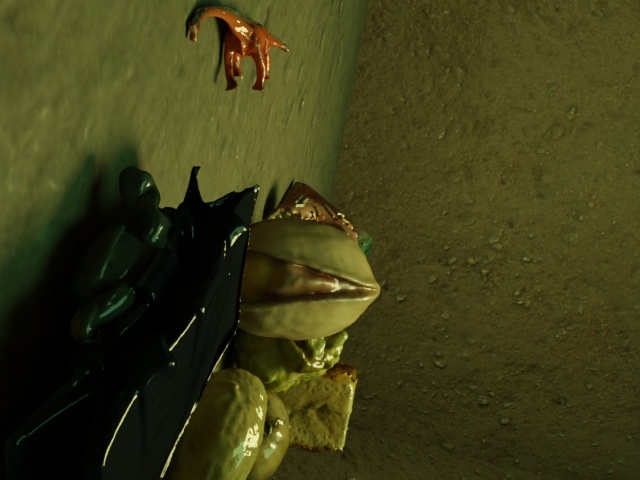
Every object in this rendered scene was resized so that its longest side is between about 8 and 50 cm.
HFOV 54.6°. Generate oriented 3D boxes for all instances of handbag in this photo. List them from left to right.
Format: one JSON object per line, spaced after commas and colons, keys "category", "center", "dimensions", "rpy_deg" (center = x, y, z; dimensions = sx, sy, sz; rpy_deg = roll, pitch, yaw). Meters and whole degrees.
{"category": "handbag", "center": [-0.153, 0.092, 0.534], "dimensions": [0.325, 0.119, 0.269], "rpy_deg": [-73, -179, -52]}

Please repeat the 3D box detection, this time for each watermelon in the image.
{"category": "watermelon", "center": [-0.021, -0.016, 1.506], "dimensions": [0.250, 0.283, 0.292], "rpy_deg": [160, -82, -78]}

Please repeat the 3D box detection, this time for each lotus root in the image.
{"category": "lotus root", "center": [-0.146, 0.388, 1.223], "dimensions": [0.310, 0.183, 0.182], "rpy_deg": [107, -2, -66]}

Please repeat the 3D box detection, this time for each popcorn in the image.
{"category": "popcorn", "center": [-0.067, 0.202, 1.296], "dimensions": [0.212, 0.259, 0.259], "rpy_deg": [60, -12, 19]}

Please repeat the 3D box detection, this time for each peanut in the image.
{"category": "peanut", "center": [-0.172, 0.341, 0.930], "dimensions": [0.147, 0.148, 0.318], "rpy_deg": [94, 14, -63]}

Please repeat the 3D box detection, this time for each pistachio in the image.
{"category": "pistachio", "center": [-0.033, 0.072, 1.112], "dimensions": [0.309, 0.230, 0.229], "rpy_deg": [10, 93, -45]}

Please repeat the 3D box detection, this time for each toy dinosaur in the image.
{"category": "toy dinosaur", "center": [-0.095, -0.234, 0.759], "dimensions": [0.279, 0.056, 0.101], "rpy_deg": [-64, 156, -67]}

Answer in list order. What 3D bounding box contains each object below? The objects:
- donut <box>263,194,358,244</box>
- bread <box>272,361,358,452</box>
{"category": "donut", "center": [0.000, 0.000, 1.332], "dimensions": [0.199, 0.232, 0.085], "rpy_deg": [-13, 152, -47]}
{"category": "bread", "center": [-0.057, 0.404, 1.606], "dimensions": [0.279, 0.279, 0.206], "rpy_deg": [57, 46, -83]}
